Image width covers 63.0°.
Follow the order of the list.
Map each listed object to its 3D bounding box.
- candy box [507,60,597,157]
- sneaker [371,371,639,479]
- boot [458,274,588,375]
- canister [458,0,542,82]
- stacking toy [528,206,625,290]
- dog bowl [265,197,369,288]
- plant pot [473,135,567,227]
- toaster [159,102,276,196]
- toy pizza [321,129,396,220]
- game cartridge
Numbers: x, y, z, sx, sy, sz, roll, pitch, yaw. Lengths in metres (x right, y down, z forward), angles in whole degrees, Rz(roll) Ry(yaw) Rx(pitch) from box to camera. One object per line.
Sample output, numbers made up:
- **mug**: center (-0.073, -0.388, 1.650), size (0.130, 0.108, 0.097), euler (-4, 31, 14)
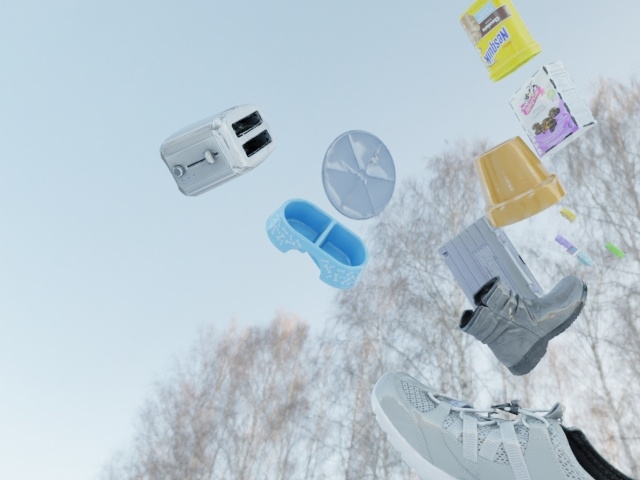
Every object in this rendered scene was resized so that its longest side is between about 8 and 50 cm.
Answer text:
- **candy box**: center (0.618, -0.350, 1.406), size (0.070, 0.196, 0.165), euler (-19, -13, -19)
- **sneaker**: center (0.176, 0.183, 0.466), size (0.281, 0.105, 0.115), euler (26, -80, 33)
- **boot**: center (0.540, 0.167, 1.382), size (0.223, 0.338, 0.118), euler (44, -17, -2)
- **canister**: center (0.396, -0.458, 1.163), size (0.169, 0.073, 0.126), euler (60, -26, 1)
- **stacking toy**: center (0.768, 0.030, 1.575), size (0.221, 0.052, 0.167), euler (43, -86, 18)
- **dog bowl**: center (0.000, 0.000, 1.371), size (0.297, 0.166, 0.074), euler (36, -48, 0)
- **plant pot**: center (0.501, -0.162, 1.365), size (0.205, 0.205, 0.188), euler (-26, -86, 35)
- **toaster**: center (-0.185, -0.181, 1.008), size (0.147, 0.227, 0.129), euler (-16, -72, 28)
- **toy pizza**: center (0.084, -0.145, 1.166), size (0.201, 0.201, 0.032), euler (43, -19, -24)
- **game cartridge**: center (0.545, 0.119, 1.643), size (0.230, 0.068, 0.355), euler (-43, -110, 44)
